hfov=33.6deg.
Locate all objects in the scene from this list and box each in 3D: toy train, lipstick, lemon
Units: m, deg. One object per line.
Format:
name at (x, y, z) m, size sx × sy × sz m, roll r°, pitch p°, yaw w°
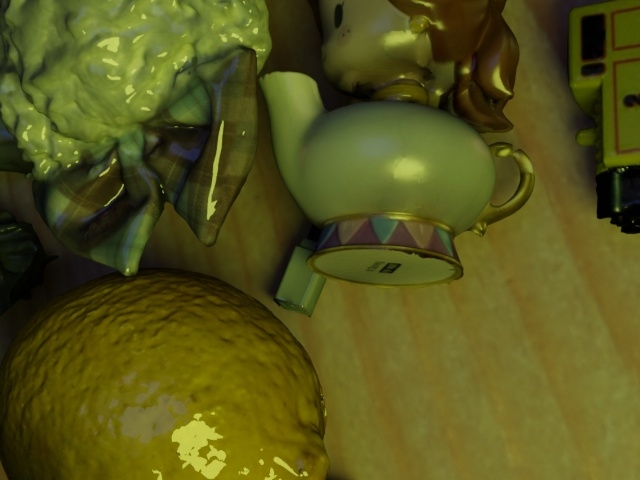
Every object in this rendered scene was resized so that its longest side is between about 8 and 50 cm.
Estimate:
toy train at (0.224, -0.083, 0.680) m, size 0.127 × 0.089 × 0.219 m, roll -5°, pitch 74°, yaw 25°
lipstick at (0.000, 0.000, 0.750) m, size 0.025 × 0.025 × 0.107 m, roll 18°, pitch 74°, yaw 18°
lemon at (-0.101, 0.109, 0.658) m, size 0.257 × 0.188 × 0.188 m, roll 11°, pitch 77°, yaw 40°

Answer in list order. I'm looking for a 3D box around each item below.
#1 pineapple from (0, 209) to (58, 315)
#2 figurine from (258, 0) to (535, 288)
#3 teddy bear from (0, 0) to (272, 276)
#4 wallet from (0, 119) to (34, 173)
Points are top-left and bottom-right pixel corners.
pineapple at (-0.312, -0.027, 0.754) m, size 0.248 × 0.128 × 0.128 m, roll 38°, pitch 87°, yaw -5°
figurine at (0.054, -0.105, 0.707) m, size 0.190 × 0.142 × 0.263 m, roll 10°, pitch 74°, yaw -14°
teddy bear at (-0.104, -0.212, 0.729) m, size 0.327 × 0.375 × 0.362 m, roll -17°, pitch 105°, yaw 24°
wallet at (-0.310, -0.223, 0.875) m, size 0.252 × 0.083 × 0.360 m, roll -3°, pitch 73°, yaw 10°
